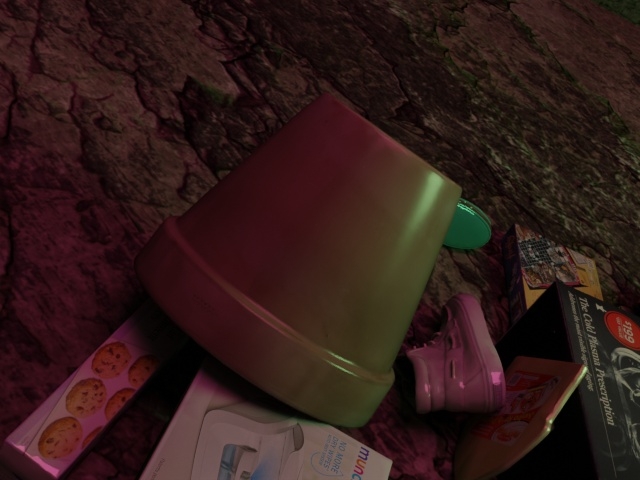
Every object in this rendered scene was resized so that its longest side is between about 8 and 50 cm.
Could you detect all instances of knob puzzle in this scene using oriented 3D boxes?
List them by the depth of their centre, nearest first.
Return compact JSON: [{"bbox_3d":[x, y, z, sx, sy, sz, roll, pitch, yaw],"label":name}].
[{"bbox_3d":[0.234,0.230,1.291,0.030,0.213,0.213,42,34,-11],"label":"knob puzzle"}]

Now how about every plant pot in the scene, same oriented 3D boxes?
[{"bbox_3d":[0.000,0.000,1.175,0.323,0.280,0.323,34,8,-5],"label":"plant pot"}]

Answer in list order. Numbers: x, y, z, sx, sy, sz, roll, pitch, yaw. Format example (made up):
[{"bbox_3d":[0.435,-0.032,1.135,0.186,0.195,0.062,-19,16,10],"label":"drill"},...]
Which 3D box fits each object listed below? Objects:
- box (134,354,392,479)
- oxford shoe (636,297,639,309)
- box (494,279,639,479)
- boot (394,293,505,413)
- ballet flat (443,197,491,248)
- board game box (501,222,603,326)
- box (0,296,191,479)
[{"bbox_3d":[-0.077,0.282,1.020,0.231,0.127,0.262,30,34,-2],"label":"box"},{"bbox_3d":[0.610,0.171,1.760,0.076,0.076,0.212,-30,69,-20],"label":"oxford shoe"},{"bbox_3d":[0.404,0.271,1.368,0.312,0.179,0.343,23,37,-17],"label":"box"},{"bbox_3d":[0.158,0.145,1.393,0.123,0.095,0.258,-4,19,-2],"label":"boot"},{"bbox_3d":[0.157,-0.052,1.636,0.247,0.083,0.087,13,26,-30],"label":"ballet flat"},{"bbox_3d":[0.374,0.091,1.670,0.165,0.042,0.243,24,37,-14],"label":"board game box"},{"bbox_3d":[-0.221,0.149,1.109,0.067,0.063,0.324,38,35,2],"label":"box"}]
